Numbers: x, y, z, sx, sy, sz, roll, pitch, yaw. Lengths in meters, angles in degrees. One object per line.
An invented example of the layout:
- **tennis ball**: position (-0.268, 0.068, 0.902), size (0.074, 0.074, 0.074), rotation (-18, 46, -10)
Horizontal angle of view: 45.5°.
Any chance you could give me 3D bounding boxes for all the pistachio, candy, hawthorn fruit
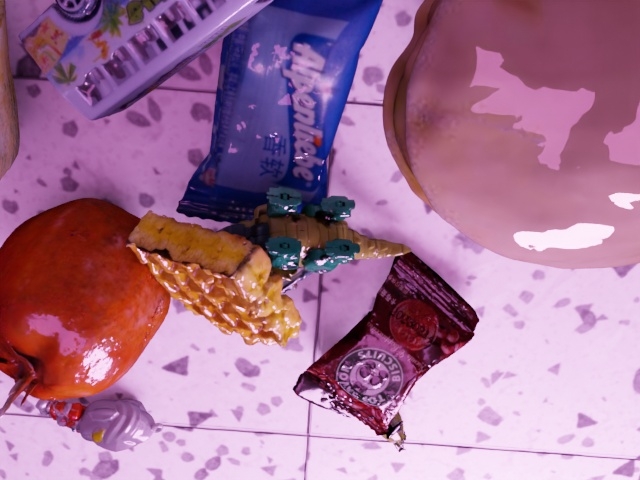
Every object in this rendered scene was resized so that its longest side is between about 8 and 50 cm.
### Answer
- **pistachio**: position (0.287, -0.144, 0.753), size (0.445, 0.281, 0.366), rotation (-1, 111, -3)
- **candy**: position (-0.050, -0.162, 0.870), size (0.186, 0.077, 0.331), rotation (9, 118, -10)
- **hawthorn fruit**: position (-0.296, 0.090, 0.878), size (0.211, 0.299, 0.211), rotation (7, 130, 8)

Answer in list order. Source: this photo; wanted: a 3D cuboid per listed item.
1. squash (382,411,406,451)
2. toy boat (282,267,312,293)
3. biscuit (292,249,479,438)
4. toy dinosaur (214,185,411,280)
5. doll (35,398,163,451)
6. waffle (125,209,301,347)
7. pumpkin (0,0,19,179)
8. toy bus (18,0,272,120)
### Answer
- **squash**: position (0.067, 0.225, 1.060), size (0.052, 0.052, 0.183), rotation (-35, 108, 16)
- **toy boat**: position (-0.058, 0.073, 0.985), size (0.140, 0.059, 0.066), rotation (-35, 94, 18)
- **biscuit**: position (0.090, 0.144, 0.986), size (0.151, 0.063, 0.235), rotation (38, 98, -9)
- **toy dinosaur**: position (0.000, 0.000, 0.891), size (0.259, 0.153, 0.094), rotation (1, 77, -16)
- **doll**: position (-0.311, 0.253, 1.076), size (0.180, 0.079, 0.094), rotation (12, 143, 3)
- **waffle**: position (-0.105, 0.060, 0.875), size (0.160, 0.055, 0.211), rotation (14, 151, 31)
- **pumpkin**: position (-0.460, -0.128, 0.776), size (0.332, 0.332, 0.199), rotation (-3, 129, 3)
- **toy bus**: position (-0.149, -0.257, 0.772), size (0.329, 0.109, 0.136), rotation (-29, 96, 26)
